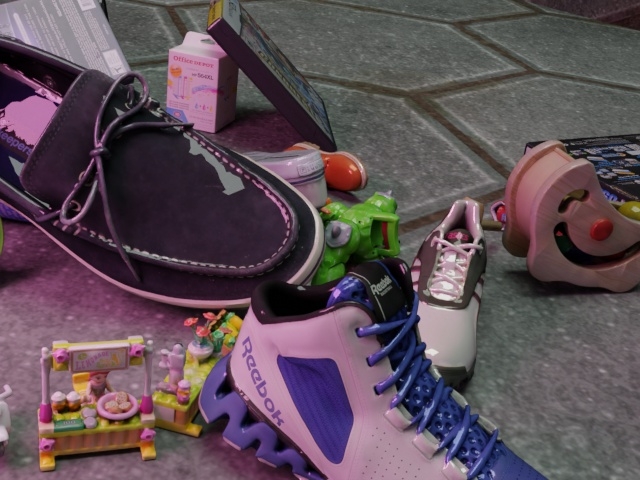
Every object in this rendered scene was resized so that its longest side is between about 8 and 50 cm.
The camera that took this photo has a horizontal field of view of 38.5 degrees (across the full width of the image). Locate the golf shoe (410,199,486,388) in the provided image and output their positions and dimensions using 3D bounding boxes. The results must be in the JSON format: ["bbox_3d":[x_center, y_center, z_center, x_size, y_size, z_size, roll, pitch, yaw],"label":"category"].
[{"bbox_3d":[0.123,0.052,0.966,0.105,0.120,0.273,12,27,7],"label":"golf shoe"}]

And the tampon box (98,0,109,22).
[{"bbox_3d":[-0.429,-0.345,1.577,0.120,0.161,0.101,4,68,-5],"label":"tampon box"}]

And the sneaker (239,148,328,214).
[{"bbox_3d":[-0.087,-0.064,1.193,0.094,0.091,0.258,-21,16,-34],"label":"sneaker"}]

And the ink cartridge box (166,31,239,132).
[{"bbox_3d":[-0.194,-0.264,1.510,0.092,0.143,0.090,13,26,14],"label":"ink cartridge box"}]

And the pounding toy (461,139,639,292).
[{"bbox_3d":[0.289,-0.047,1.133,0.269,0.154,0.155,9,23,-23],"label":"pounding toy"}]

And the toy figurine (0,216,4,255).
[{"bbox_3d":[-0.446,-0.023,0.971,0.173,0.130,0.159,25,-4,-40],"label":"toy figurine"}]

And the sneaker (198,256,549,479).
[{"bbox_3d":[0.050,0.120,0.705,0.315,0.182,0.127,27,31,20],"label":"sneaker"}]

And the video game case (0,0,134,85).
[{"bbox_3d":[-0.458,-0.292,1.438,0.274,0.026,0.196,-21,73,-20],"label":"video game case"}]

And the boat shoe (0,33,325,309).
[{"bbox_3d":[-0.229,-0.078,0.940,0.500,0.156,0.187,27,74,10],"label":"boat shoe"}]

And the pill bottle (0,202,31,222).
[{"bbox_3d":[-0.337,-0.095,1.111,0.272,0.152,0.152,10,26,5],"label":"pill bottle"}]

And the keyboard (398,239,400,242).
[{"bbox_3d":[0.000,0.000,1.149,0.180,0.023,0.108,-10,28,-33],"label":"keyboard"}]

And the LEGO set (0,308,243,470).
[{"bbox_3d":[-0.155,0.103,0.795,0.287,0.107,0.132,-15,33,-38],"label":"LEGO set"}]

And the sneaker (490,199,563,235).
[{"bbox_3d":[0.287,-0.029,1.261,0.067,0.042,0.118,-7,21,-36],"label":"sneaker"}]

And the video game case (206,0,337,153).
[{"bbox_3d":[-0.079,-0.279,1.494,0.275,0.035,0.248,46,14,-23],"label":"video game case"}]

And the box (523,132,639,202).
[{"bbox_3d":[0.508,-0.080,1.394,0.295,0.073,0.293,-7,30,-29],"label":"box"}]

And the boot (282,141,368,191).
[{"bbox_3d":[-0.006,-0.097,1.320,0.158,0.059,0.084,18,29,40],"label":"boot"}]

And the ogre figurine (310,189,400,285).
[{"bbox_3d":[0.042,0.014,1.020,0.197,0.118,0.097,-16,34,-40],"label":"ogre figurine"}]
